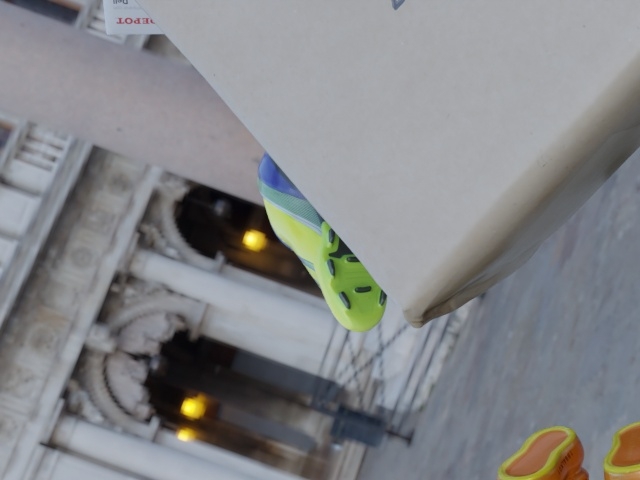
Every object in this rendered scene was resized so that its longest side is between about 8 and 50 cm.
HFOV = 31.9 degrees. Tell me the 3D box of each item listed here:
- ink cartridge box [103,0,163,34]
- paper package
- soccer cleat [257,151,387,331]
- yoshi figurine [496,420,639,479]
[{"bbox_3d":[-0.225,-0.400,1.552,0.092,0.160,0.219,-97,6,-55],"label":"ink cartridge box"},{"bbox_3d":[0.081,-0.179,0.629,0.325,0.309,0.168,-50,-17,32],"label":"paper package"},{"bbox_3d":[0.001,-0.001,1.421,0.289,0.093,0.121,64,147,25],"label":"soccer cleat"},{"bbox_3d":[0.280,0.361,1.020,0.203,0.203,0.362,-150,40,-72],"label":"yoshi figurine"}]
